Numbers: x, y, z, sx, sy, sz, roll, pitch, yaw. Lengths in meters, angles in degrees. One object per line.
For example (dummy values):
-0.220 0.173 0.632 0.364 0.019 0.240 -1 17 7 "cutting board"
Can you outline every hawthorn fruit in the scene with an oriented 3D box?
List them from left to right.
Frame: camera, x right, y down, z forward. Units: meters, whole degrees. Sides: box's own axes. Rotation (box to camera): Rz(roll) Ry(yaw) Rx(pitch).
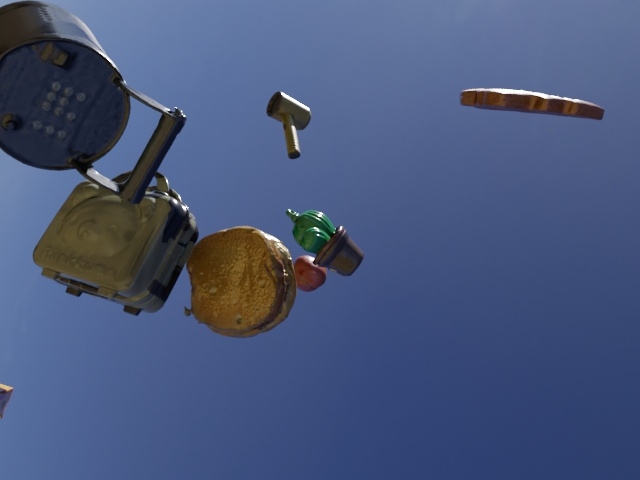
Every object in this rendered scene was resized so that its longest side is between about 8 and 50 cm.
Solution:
-0.044 0.105 1.854 0.128 0.128 0.127 -14 -109 47 "hawthorn fruit"

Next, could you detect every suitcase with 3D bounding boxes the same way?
-0.475 -0.022 1.401 0.352 0.194 0.339 13 -115 25 "suitcase"

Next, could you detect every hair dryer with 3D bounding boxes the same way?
-0.092 -0.365 1.942 0.090 0.135 0.278 -42 -139 32 "hair dryer"

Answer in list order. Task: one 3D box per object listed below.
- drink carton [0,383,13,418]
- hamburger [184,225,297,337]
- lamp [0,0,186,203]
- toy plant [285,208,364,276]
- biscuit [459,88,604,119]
-0.780 0.315 1.230 0.096 0.223 0.070 97 11 -83 "drink carton"
-0.218 0.113 1.561 0.315 0.170 0.289 -10 -102 18 "hamburger"
-0.420 -0.247 0.932 0.205 0.374 0.272 -56 -155 16 "lamp"
0.000 0.000 1.300 0.105 0.200 0.143 -55 -176 18 "toy plant"
0.460 -0.301 1.285 0.284 0.307 0.043 -57 154 -77 "biscuit"
